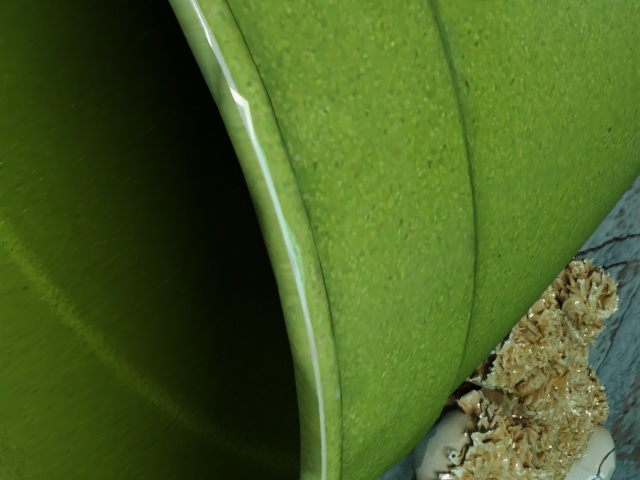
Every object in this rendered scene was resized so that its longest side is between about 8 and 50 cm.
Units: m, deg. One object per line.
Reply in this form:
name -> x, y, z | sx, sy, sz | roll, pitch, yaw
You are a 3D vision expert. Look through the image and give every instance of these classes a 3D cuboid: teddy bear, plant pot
teddy bear -> 0.141, 0.127, 1.001 | 0.338, 0.113, 0.245 | 73, 32, -57
plant pot -> -0.002, -0.115, 0.546 | 0.353, 0.366, 0.366 | -33, 145, -32

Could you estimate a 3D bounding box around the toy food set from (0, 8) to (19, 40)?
toy food set -> -0.195, -0.071, 0.654 | 0.122, 0.019, 0.078 | -17, 138, -19
